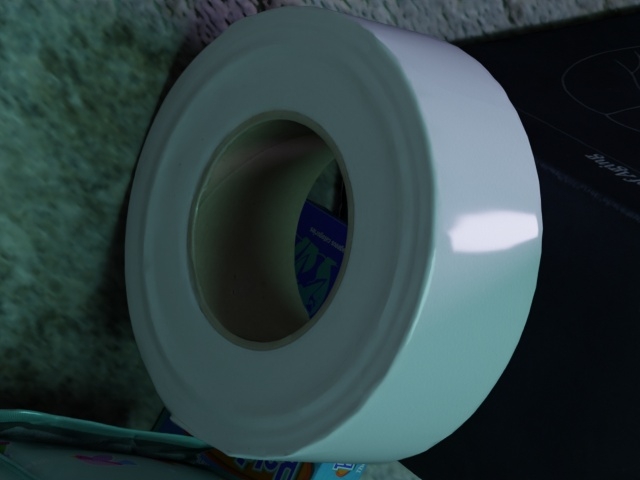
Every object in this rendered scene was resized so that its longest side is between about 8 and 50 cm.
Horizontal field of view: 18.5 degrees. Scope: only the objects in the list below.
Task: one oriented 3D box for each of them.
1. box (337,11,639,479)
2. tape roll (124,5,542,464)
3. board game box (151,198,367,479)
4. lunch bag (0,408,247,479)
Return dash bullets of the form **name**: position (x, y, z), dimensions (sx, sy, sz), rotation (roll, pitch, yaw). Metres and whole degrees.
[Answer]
- **box**: position (0.334, 0.047, 1.409), dimensions (0.471, 0.480, 0.297), rotation (-12, 122, -36)
- **tape roll**: position (0.000, 0.000, 1.232), dimensions (0.100, 0.286, 0.286), rotation (8, 108, -45)
- **board game box**: position (-0.014, 0.091, 1.360), dimensions (0.047, 0.160, 0.210), rotation (25, 95, -46)
- **lunch bag**: position (-0.135, 0.197, 1.241), dimensions (0.223, 0.262, 0.160), rotation (13, 102, -46)
